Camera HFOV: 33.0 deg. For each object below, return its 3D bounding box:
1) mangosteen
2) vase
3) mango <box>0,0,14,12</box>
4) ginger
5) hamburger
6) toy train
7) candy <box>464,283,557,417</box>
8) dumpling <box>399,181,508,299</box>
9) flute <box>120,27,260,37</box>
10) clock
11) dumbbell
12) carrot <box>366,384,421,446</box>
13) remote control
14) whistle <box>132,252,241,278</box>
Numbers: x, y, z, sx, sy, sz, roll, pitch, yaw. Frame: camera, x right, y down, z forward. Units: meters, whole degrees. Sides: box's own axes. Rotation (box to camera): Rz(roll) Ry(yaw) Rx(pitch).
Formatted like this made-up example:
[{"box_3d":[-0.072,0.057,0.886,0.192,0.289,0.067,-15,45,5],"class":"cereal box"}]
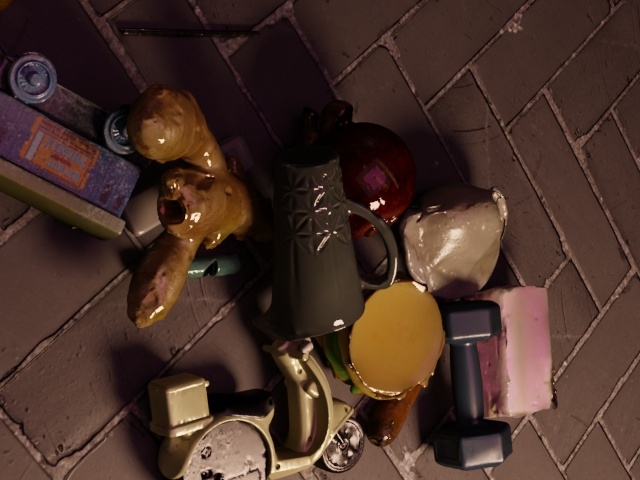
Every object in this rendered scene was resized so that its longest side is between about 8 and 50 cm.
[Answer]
[{"box_3d":[0.045,-0.130,1.876,0.215,0.215,0.257,-25,81,-37],"class":"mangosteen"},{"box_3d":[0.000,0.000,1.751,0.251,0.156,0.300,-6,114,-2],"class":"vase"},{"box_3d":[-0.516,-0.350,1.489,0.253,0.113,0.138,-43,117,-24],"class":"mango"},{"box_3d":[-0.187,-0.088,1.664,0.348,0.122,0.363,-37,128,-56],"class":"ginger"},{"box_3d":[0.101,0.164,1.930,0.237,0.149,0.237,-3,95,-32],"class":"hamburger"},{"box_3d":[-0.390,-0.141,1.574,0.300,0.131,0.202,29,78,-33],"class":"toy train"},{"box_3d":[0.380,0.219,2.168,0.156,0.116,0.265,-5,91,-38],"class":"candy"},{"box_3d":[0.243,-0.013,2.069,0.293,0.163,0.204,-17,132,-39],"class":"dumpling"},{"box_3d":[-0.211,-0.344,1.791,0.270,0.014,0.014,-8,93,-38],"class":"flute"},{"box_3d":[-0.095,0.298,1.790,0.379,0.120,0.276,-16,103,-37],"class":"clock"},{"box_3d":[0.279,0.272,2.059,0.156,0.144,0.316,-9,94,-66],"class":"dumbbell"},{"box_3d":[0.143,0.306,2.015,0.060,0.060,0.186,52,54,-24],"class":"carrot"},{"box_3d":[-0.217,-0.093,1.768,0.261,0.029,0.067,-35,112,-32],"class":"remote control"},{"box_3d":[-0.215,0.044,1.753,0.186,0.039,0.039,-4,90,-39],"class":"whistle"}]
